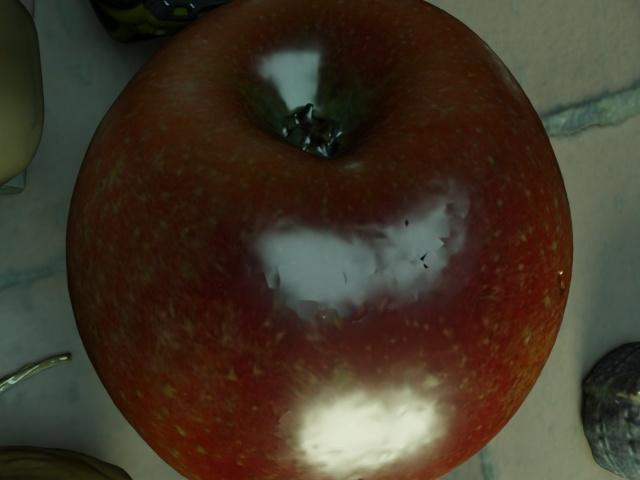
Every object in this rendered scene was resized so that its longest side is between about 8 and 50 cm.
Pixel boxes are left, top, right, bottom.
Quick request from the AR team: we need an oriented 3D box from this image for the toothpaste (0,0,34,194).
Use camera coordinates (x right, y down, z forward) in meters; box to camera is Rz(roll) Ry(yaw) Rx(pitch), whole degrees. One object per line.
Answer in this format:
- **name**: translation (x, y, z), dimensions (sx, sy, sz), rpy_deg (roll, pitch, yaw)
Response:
- **toothpaste**: translation (-0.253, -0.135, 0.576), dimensions (0.067, 0.043, 0.195), rpy_deg (-3, 82, -19)

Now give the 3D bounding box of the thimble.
- **thimble**: translation (0.358, 0.182, 0.769), dimensions (0.150, 0.097, 0.150), rpy_deg (1, 87, -23)

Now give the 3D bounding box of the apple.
- **apple**: translation (0.000, 0.000, 0.513), dimensions (0.348, 0.277, 0.349), rpy_deg (1, 53, -1)

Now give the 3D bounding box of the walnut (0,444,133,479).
- **walnut**: translation (-0.209, 0.292, 0.455), dimensions (0.277, 0.252, 0.313), rpy_deg (41, 83, -15)

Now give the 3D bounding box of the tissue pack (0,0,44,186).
- **tissue pack**: translation (-0.339, -0.189, 0.406), dimensions (0.276, 0.267, 0.388), rpy_deg (-12, 93, -46)

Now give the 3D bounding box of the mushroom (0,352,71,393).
- **mushroom**: translation (-0.325, 0.142, 0.542), dimensions (0.286, 0.026, 0.028), rpy_deg (-26, 112, -23)

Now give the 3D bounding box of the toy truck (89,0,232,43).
- **toy truck**: translation (-0.151, -0.242, 0.544), dimensions (0.147, 0.165, 0.224), rpy_deg (-28, 90, -41)
